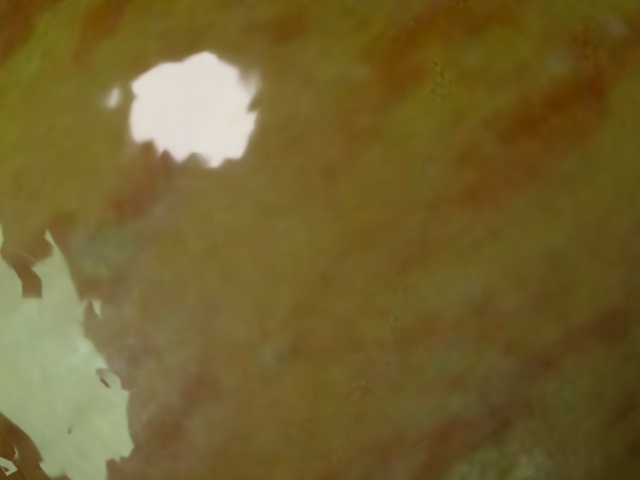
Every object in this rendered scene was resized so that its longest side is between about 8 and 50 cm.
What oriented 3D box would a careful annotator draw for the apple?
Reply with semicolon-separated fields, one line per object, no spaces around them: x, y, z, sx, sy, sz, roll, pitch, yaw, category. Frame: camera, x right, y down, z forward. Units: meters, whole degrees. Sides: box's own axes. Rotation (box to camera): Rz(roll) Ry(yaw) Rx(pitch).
0.000;0.000;0.582;0.400;0.333;0.400;43;163;17;apple
